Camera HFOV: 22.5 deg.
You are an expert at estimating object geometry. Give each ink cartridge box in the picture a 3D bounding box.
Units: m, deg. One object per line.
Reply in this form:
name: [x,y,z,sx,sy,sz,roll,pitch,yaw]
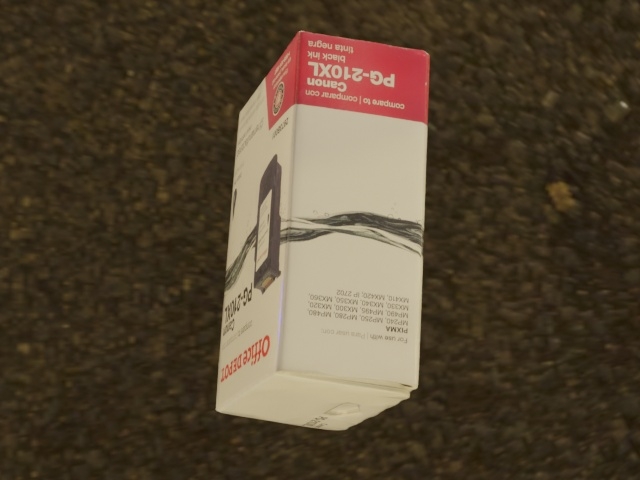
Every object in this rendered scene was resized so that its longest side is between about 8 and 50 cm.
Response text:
ink cartridge box: [0.000,0.000,1.120,0.100,0.172,0.237,8,73,-15]
